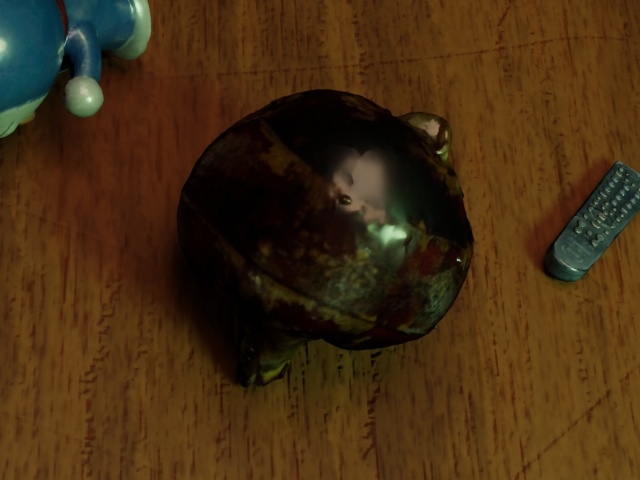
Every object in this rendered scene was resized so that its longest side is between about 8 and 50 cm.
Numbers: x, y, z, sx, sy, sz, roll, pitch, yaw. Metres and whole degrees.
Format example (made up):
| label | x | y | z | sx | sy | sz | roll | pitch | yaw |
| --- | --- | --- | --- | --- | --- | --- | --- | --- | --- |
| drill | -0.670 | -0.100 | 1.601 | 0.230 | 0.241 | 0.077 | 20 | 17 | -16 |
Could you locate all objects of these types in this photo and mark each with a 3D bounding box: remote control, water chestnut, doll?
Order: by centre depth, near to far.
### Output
| label | x | y | z | sx | sy | sz | roll | pitch | yaw |
| --- | --- | --- | --- | --- | --- | --- | --- | --- | --- |
| water chestnut | 0.000 | 0.000 | 1.341 | 0.223 | 0.238 | 0.224 | 21 | 13 | -5 |
| doll | -0.251 | -0.164 | 1.394 | 0.215 | 0.161 | 0.257 | 35 | 32 | 23 |
| remote control | 0.234 | -0.015 | 1.541 | 0.043 | 0.027 | 0.152 | 34 | 48 | 13 |
